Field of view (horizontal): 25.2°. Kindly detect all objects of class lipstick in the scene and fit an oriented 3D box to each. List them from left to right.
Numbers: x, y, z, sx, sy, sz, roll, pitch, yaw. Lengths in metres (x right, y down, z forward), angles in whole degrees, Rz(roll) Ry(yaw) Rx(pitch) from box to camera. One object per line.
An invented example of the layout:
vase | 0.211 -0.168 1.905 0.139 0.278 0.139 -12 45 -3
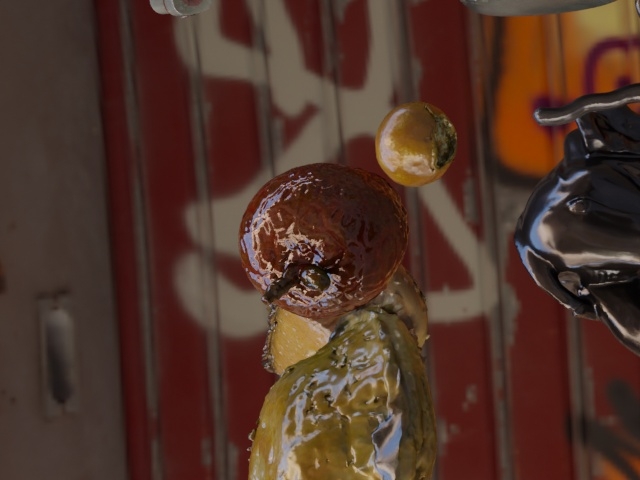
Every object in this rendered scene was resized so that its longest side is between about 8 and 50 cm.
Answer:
lipstick | -0.226 -0.369 2.202 0.186 0.063 0.057 16 119 66

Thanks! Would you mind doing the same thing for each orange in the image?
orange | 0.172 -0.168 2.532 0.155 0.134 0.154 -24 -54 -38

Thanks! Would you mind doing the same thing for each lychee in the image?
lychee | 0.000 0.000 2.143 0.300 0.255 0.255 -37 -59 -59

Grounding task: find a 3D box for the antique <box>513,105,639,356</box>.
antique | 0.392 -0.037 1.813 0.322 0.255 0.185 -45 -35 -24

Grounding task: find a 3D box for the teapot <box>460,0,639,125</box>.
teapot | 0.271 -0.282 1.345 0.223 0.285 0.305 67 -147 -62

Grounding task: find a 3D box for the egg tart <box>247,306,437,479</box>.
egg tart | 0.008 0.296 1.901 0.443 0.178 0.443 -173 90 -74

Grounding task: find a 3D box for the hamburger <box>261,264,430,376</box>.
hamburger | 0.074 0.169 2.609 0.268 0.287 0.445 -48 -11 -21
